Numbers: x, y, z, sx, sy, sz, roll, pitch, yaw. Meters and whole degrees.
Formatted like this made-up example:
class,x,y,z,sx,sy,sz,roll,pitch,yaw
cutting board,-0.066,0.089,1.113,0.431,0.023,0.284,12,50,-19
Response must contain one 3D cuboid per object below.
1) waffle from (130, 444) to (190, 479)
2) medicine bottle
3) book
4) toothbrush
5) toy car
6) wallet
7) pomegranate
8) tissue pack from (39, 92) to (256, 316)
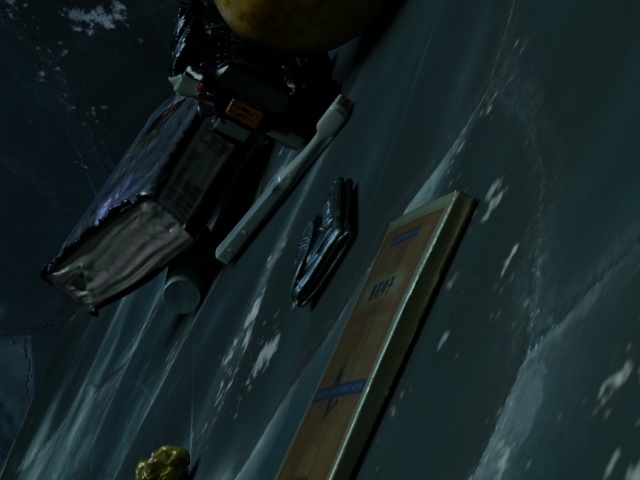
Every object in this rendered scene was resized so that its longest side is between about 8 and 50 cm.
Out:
class,x,y,z,sx,sy,sz,roll,pitch,yaw
waffle,-0.181,0.285,1.711,0.194,0.051,0.149,-62,9,-23
medicine bottle,-0.167,0.032,2.280,0.051,0.051,0.191,-59,10,20
book,0.029,0.085,1.268,0.241,0.018,0.170,-65,10,-13
toothbrush,-0.046,-0.059,1.983,0.342,0.025,0.030,-50,10,51
toy car,-0.088,-0.184,2.048,0.118,0.193,0.301,-61,12,16
wallet,0.000,0.000,1.601,0.088,0.026,0.129,-58,11,21
pomegranate,-0.015,-0.317,1.951,0.248,0.248,0.248,-59,11,19
tissue pack,-0.186,-0.089,2.323,0.259,0.122,0.361,-33,22,45
